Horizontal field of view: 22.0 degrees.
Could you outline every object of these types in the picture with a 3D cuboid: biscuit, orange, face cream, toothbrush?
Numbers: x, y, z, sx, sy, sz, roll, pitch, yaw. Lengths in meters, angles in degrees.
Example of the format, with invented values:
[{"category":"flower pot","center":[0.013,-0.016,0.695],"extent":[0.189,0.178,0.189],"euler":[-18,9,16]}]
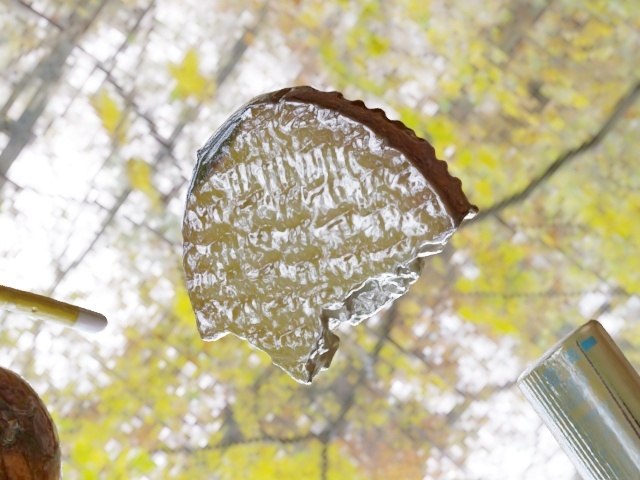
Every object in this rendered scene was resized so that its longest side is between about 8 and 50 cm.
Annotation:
[{"category":"biscuit","center":[0.001,0.000,0.911],"extent":[0.228,0.176,0.031],"euler":[7,-154,43]},{"category":"orange","center":[-0.341,0.207,1.520],"extent":[0.224,0.170,0.224],"euler":[32,-139,-33]},{"category":"face cream","center":[0.288,0.212,1.442],"extent":[0.067,0.139,0.285],"euler":[-28,-104,-27]},{"category":"toothbrush","center":[-0.275,0.029,1.202],"extent":[0.288,0.021,0.024],"euler":[19,-155,-41]}]
